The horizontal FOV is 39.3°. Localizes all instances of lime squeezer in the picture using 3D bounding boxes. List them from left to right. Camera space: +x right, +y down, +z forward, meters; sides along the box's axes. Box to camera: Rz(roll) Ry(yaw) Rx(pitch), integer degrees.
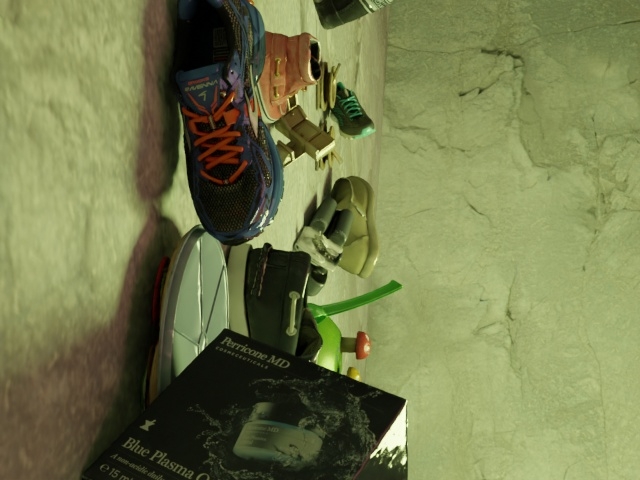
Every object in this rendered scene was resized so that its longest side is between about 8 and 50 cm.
[{"bbox_3d":[-0.017,0.161,1.266,0.310,0.110,0.059,-55,-178,-12],"label":"lime squeezer"}]

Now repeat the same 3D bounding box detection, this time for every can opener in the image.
[{"bbox_3d":[0.000,0.000,1.496,0.093,0.074,0.280,-53,-175,22],"label":"can opener"}]

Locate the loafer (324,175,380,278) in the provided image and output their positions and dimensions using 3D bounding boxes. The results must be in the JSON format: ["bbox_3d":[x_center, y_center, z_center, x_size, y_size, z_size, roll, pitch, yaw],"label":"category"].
[{"bbox_3d":[0.050,-0.041,1.714,0.102,0.092,0.268,-61,-156,31],"label":"loafer"}]

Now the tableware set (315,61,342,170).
[{"bbox_3d":[0.020,-0.223,1.613,0.128,0.039,0.194,-60,152,-74],"label":"tableware set"}]

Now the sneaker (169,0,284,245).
[{"bbox_3d":[-0.085,-0.104,0.712,0.087,0.083,0.221,25,55,-72],"label":"sneaker"}]

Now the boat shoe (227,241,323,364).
[{"bbox_3d":[-0.043,0.118,1.032,0.302,0.091,0.114,82,13,-54],"label":"boat shoe"}]

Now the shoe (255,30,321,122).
[{"bbox_3d":[-0.038,-0.180,1.009,0.178,0.081,0.063,68,25,-73],"label":"shoe"}]

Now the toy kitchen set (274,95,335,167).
[{"bbox_3d":[-0.036,-0.142,1.122,0.068,0.083,0.075,-38,149,-20],"label":"toy kitchen set"}]

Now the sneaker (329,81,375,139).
[{"bbox_3d":[0.051,-0.244,1.676,0.166,0.065,0.076,-128,-161,-54],"label":"sneaker"}]

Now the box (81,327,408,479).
[{"bbox_3d":[-0.044,0.160,0.604,0.158,0.156,0.093,-46,144,-41],"label":"box"}]

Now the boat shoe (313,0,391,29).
[{"bbox_3d":[-0.014,-0.390,1.030,0.306,0.105,0.113,69,19,2],"label":"boat shoe"}]

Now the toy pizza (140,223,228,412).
[{"bbox_3d":[-0.110,0.087,0.730,0.201,0.032,0.201,3,90,-84],"label":"toy pizza"}]

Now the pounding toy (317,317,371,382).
[{"bbox_3d":[0.028,0.215,1.556,0.237,0.110,0.182,13,79,-83],"label":"pounding toy"}]
